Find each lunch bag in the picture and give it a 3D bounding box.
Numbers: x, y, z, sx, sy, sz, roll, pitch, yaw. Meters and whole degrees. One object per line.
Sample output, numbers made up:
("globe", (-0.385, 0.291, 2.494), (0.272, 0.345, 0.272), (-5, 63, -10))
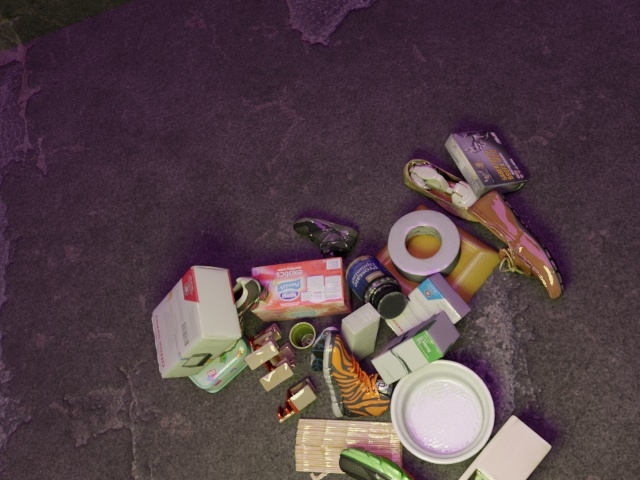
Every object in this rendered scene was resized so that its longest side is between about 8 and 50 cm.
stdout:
("lunch bag", (-0.372, 0.340, 1.976), (0.224, 0.108, 0.279), (-45, 63, -4))

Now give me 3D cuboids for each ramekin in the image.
("ramekin", (0.342, 0.485, 1.707), (0.278, 0.135, 0.276), (-5, 65, 12))

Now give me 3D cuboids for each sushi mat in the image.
("sushi mat", (0.082, 0.604, 1.782), (0.317, 0.019, 0.151), (-1, 65, 12))

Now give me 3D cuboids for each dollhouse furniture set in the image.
("dollhouse furniture set", (-0.136, 0.397, 1.822), (0.135, 0.262, 0.259), (-34, 94, 0))

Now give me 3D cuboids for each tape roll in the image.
("tape roll", (0.318, 0.018, 1.870), (0.220, 0.072, 0.219), (-6, 64, 12))

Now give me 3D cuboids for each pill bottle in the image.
("pill bottle", (0.166, 0.139, 1.809), (0.123, 0.122, 0.219), (-36, 33, -3))

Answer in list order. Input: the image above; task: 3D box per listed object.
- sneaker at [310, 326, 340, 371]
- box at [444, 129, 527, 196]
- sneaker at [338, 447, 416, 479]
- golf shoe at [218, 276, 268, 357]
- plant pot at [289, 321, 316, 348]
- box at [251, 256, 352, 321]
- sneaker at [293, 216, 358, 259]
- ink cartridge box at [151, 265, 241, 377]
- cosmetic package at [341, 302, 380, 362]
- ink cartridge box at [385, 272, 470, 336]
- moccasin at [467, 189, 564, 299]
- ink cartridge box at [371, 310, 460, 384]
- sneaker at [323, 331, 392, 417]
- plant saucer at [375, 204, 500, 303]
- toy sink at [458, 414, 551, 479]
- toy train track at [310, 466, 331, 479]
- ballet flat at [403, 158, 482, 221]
("sneaker", (0.008, 0.315, 1.840), (0.080, 0.211, 0.081), (8, 49, -11))
("box", (0.538, -0.256, 1.986), (0.183, 0.056, 0.230), (-9, 59, -25))
("sneaker", (0.216, 0.736, 1.593), (0.483, 0.185, 0.202), (40, 81, 23))
("golf shoe", (-0.278, 0.226, 1.856), (0.105, 0.120, 0.272), (30, 88, 34))
("plant pot", (-0.046, 0.309, 1.919), (0.084, 0.079, 0.083), (-6, 65, 14))
("box", (-0.059, 0.163, 1.953), (0.300, 0.142, 0.153), (-8, 65, 12))
("sneaker", (0.000, 0.000, 2.041), (0.228, 0.087, 0.130), (16, 65, 15))
("ink cartridge box", (-0.372, 0.244, 1.796), (0.306, 0.131, 0.226), (-43, 53, 43))
("cosmetic package", (0.112, 0.282, 1.790), (0.099, 0.239, 0.060), (-29, 60, -20))
("ink cartridge box", (0.312, 0.216, 1.793), (0.148, 0.086, 0.203), (51, 124, 12))
("moccasin", (0.589, 0.024, 1.842), (0.147, 0.139, 0.380), (-40, 75, 14))
("ink cartridge box", (0.264, 0.301, 1.700), (0.208, 0.153, 0.086), (-38, 85, 33))
("sneaker", (0.112, 0.382, 1.734), (0.180, 0.320, 0.124), (-3, 39, 14))
("plant saucer", (0.344, 0.070, 1.924), (0.333, 0.081, 0.332), (36, 79, 25))
("toy sink", (0.485, 0.602, 1.609), (0.131, 0.152, 0.234), (40, 80, 26))
("toy train track", (-0.001, 0.689, 1.774), (0.083, 0.014, 0.048), (-36, 63, -4))
("ballet flat", (0.419, -0.169, 1.992), (0.349, 0.123, 0.123), (31, 77, 24))
